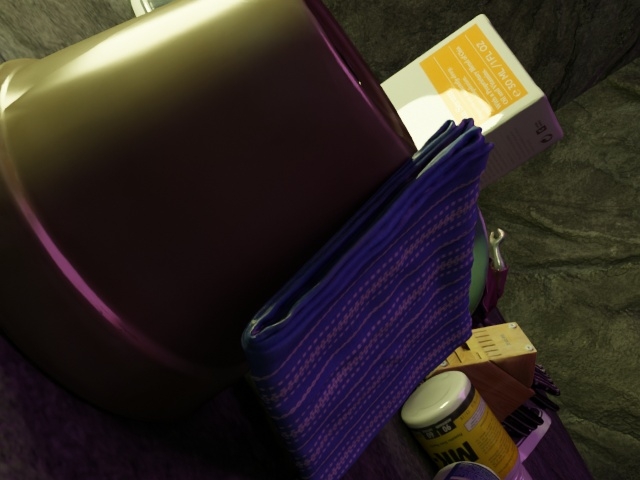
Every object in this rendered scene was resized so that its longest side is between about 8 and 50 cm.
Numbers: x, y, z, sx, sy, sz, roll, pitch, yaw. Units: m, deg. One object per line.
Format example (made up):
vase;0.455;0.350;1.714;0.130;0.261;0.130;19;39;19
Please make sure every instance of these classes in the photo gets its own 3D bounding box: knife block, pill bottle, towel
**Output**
knife block;0.307;0.277;1.366;0.088;0.276;0.242;-114;-161;-56
pill bottle;0.227;0.313;1.125;0.208;0.119;0.119;54;14;-9
towel;0.057;0.080;0.619;0.040;0.243;0.336;34;-23;28
pill bottle;0.179;0.339;0.923;0.112;0.112;0.187;60;15;14

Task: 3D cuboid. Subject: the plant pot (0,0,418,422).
plant pot;-0.084;-0.060;0.598;0.323;0.280;0.323;52;15;-20

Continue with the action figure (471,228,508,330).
action figure;0.394;0.134;1.820;0.275;0.248;0.370;61;18;16

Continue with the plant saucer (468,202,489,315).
plant saucer;0.215;0.025;1.481;0.044;0.317;0.317;-1;49;-28

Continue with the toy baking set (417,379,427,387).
toy baking set;0.193;0.272;1.300;0.196;0.030;0.256;56;11;17

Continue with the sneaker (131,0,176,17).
sneaker;-0.231;-0.412;1.211;0.126;0.128;0.321;44;20;-45

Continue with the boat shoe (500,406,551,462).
boat shoe;0.387;0.385;1.525;0.105;0.113;0.306;53;29;13

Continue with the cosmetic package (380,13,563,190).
cosmetic package;0.181;-0.177;1.374;0.161;0.453;0.230;35;25;-55

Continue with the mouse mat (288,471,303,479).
mouse mat;0.027;0.306;0.710;0.189;0.007;0.153;58;14;10
